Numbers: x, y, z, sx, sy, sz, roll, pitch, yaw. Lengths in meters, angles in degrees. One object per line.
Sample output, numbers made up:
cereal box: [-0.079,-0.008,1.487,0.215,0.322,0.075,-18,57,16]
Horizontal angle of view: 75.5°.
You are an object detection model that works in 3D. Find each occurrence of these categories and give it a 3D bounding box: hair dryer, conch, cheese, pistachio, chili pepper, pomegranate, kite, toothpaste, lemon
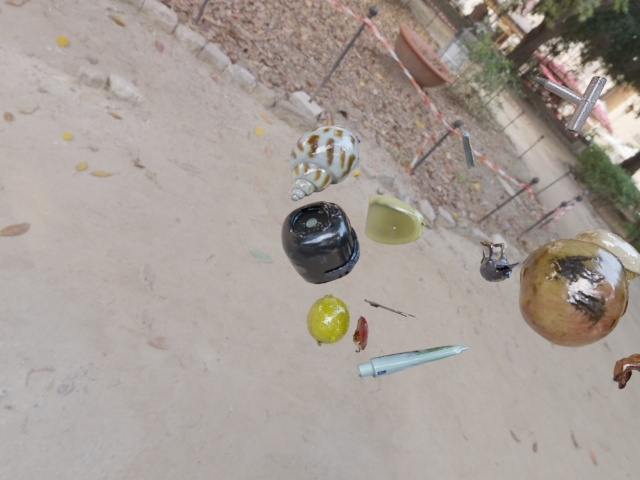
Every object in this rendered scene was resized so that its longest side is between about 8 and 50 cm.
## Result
hair dryer: [0.874,-0.516,1.500,0.220,0.195,0.053,26,13,20]
conch: [-0.007,-0.233,1.232,0.182,0.275,0.148,22,2,31]
cheese: [0.381,-0.091,2.128,0.315,0.260,0.128,15,31,19]
pistachio: [0.926,0.058,1.332,0.229,0.157,0.157,36,31,5]
chili pepper: [0.154,0.355,1.561,0.050,0.268,0.059,-25,50,-23]
pomegranate: [0.729,0.150,1.209,0.322,0.322,0.322,30,34,-24]
kite: [0.240,0.244,1.472,0.229,0.250,0.012,25,78,-37]
toothpaste: [0.237,0.300,1.052,0.296,0.075,0.048,-9,77,-12]
lemon: [0.031,0.306,1.610,0.173,0.173,0.206,21,58,-35]

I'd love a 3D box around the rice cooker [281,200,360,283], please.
rice cooker: [0.000,0.000,1.409,0.267,0.267,0.224,-94,168,-47]

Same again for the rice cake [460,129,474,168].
rice cake: [0.611,-0.377,1.716,0.207,0.036,0.047,52,23,-50]

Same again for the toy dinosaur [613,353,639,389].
toy dinosaur: [0.631,0.231,0.714,0.097,0.208,0.432,-39,127,-49]

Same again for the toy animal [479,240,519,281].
toy animal: [0.775,0.102,1.834,0.122,0.185,0.298,1,14,-4]

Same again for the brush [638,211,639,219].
brush: [0.629,-0.069,0.776,0.016,0.083,0.013,54,-7,-22]
